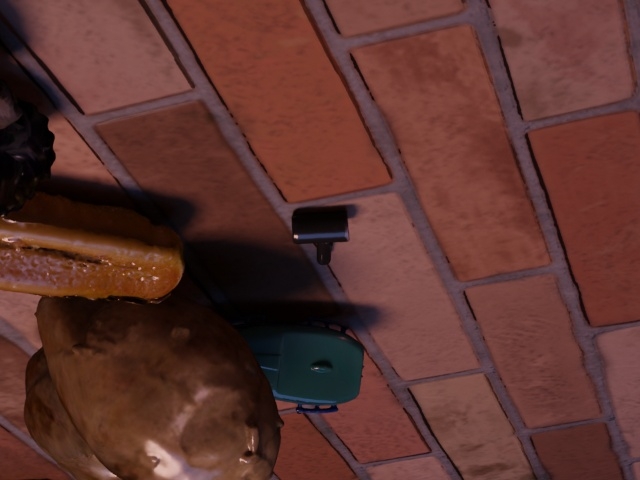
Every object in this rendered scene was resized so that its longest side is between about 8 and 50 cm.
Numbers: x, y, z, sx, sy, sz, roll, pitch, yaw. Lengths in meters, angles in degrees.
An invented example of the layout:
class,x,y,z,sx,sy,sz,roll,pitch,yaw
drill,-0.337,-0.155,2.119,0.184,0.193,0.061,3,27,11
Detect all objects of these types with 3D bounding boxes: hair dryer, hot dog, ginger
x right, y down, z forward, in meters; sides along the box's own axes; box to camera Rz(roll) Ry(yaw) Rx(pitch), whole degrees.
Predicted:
class,x,y,z,sx,sy,sz,roll,pitch,yaw
hair dryer,0.000,0.000,1.267,0.047,0.026,0.083,-2,159,-1
hot dog,-0.244,-0.007,1.169,0.289,0.068,0.083,12,126,-24
ginger,-0.160,0.145,1.343,0.244,0.155,0.304,37,158,-3

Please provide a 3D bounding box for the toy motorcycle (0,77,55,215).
class,x,y,z,sx,sy,sz,roll,pitch,yaw
toy motorcycle,-0.313,-0.074,0.905,0.134,0.207,0.401,14,161,31

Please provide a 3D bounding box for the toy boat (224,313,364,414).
class,x,y,z,sx,sy,sz,roll,pitch,yaw
toy boat,-0.051,0.111,1.415,0.175,0.091,0.110,8,178,-9
